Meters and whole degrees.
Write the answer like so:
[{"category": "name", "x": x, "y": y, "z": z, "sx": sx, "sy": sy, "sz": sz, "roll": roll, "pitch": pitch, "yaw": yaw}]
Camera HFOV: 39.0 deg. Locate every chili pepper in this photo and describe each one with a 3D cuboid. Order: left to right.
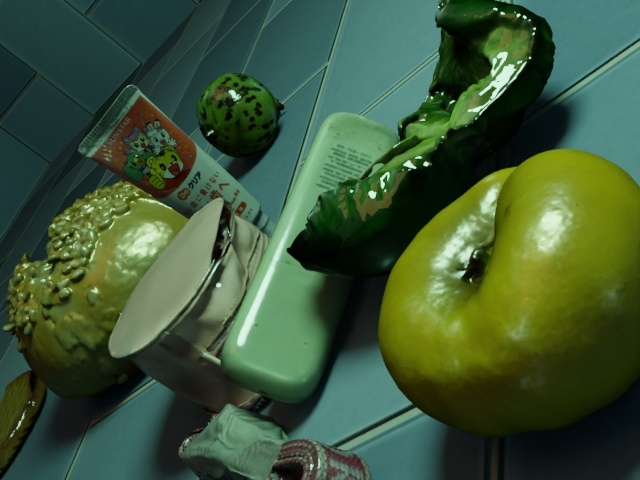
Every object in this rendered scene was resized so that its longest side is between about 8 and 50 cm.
[{"category": "chili pepper", "x": 0.090, "y": -0.066, "z": 0.719, "sx": 0.265, "sy": 0.116, "sz": 0.148, "roll": -53, "pitch": 33, "yaw": -3}]

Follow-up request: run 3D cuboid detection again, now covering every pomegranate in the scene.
[{"category": "pomegranate", "x": -0.106, "y": -0.184, "z": 1.294, "sx": 0.122, "sy": 0.122, "sz": 0.161, "roll": -30, "pitch": 2, "yaw": 43}]

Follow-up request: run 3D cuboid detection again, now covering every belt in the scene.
[{"category": "belt", "x": -0.038, "y": 0.164, "z": 0.662, "sx": 0.232, "sy": 0.053, "sz": 0.071, "roll": -7, "pitch": 57, "yaw": 62}]

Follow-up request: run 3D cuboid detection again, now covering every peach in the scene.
[{"category": "peach", "x": 0.113, "y": 0.026, "z": 0.505, "sx": 0.179, "sy": 0.103, "sz": 0.179, "roll": -41, "pitch": 21, "yaw": 20}]

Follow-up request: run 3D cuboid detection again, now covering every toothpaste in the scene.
[{"category": "toothpaste", "x": -0.139, "y": -0.062, "z": 0.975, "sx": 0.089, "sy": 0.234, "sz": 0.057, "roll": -52, "pitch": 21, "yaw": 0}]

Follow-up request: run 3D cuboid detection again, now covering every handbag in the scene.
[{"category": "handbag", "x": -0.097, "y": 0.063, "z": 0.855, "sx": 0.179, "sy": 0.116, "sz": 0.205, "roll": -41, "pitch": 23, "yaw": 24}]

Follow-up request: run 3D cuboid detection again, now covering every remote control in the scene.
[{"category": "remote control", "x": 0.001, "y": 0.001, "z": 0.798, "sx": 0.038, "sy": 0.090, "sz": 0.310, "roll": 107, "pitch": -177, "yaw": -54}]

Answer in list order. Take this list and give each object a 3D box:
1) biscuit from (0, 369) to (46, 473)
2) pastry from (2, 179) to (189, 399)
[{"category": "biscuit", "x": -0.480, "y": 0.288, "z": 1.390, "sx": 0.176, "sy": 0.031, "sz": 0.229, "roll": -36, "pitch": 28, "yaw": 36}, {"category": "pastry", "x": -0.276, "y": 0.042, "z": 1.156, "sx": 0.316, "sy": 0.184, "sz": 0.284, "roll": -48, "pitch": 22, "yaw": 8}]
